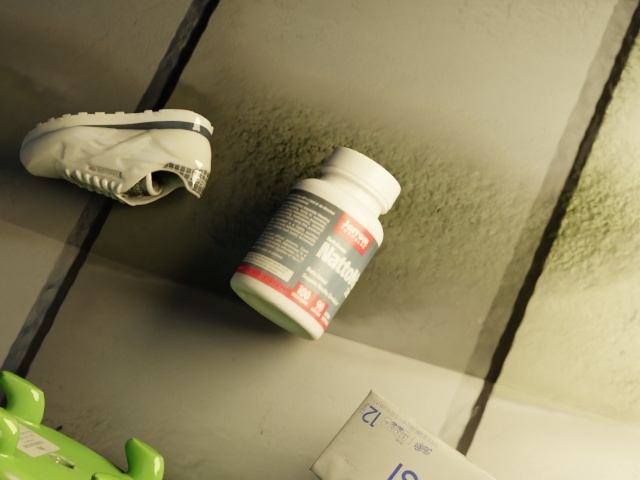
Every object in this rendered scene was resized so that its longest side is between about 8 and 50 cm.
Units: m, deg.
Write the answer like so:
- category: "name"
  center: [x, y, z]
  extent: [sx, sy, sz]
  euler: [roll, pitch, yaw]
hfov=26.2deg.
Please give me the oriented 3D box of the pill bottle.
- category: "pill bottle"
  center: [0.000, 0.000, 1.387]
  extent: [0.108, 0.108, 0.180]
  euler: [27, 77, 29]

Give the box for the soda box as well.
- category: "soda box"
  center: [0.131, 0.258, 1.218]
  extent: [0.286, 0.091, 0.098]
  euler: [33, 78, 30]

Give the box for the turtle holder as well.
- category: "turtle holder"
  center: [-0.254, 0.290, 1.291]
  extent: [0.227, 0.320, 0.243]
  euler: [-61, 23, 1]

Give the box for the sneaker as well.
- category: "sneaker"
  center: [-0.234, -0.087, 1.538]
  extent: [0.235, 0.090, 0.094]
  euler: [-4, 73, 20]
